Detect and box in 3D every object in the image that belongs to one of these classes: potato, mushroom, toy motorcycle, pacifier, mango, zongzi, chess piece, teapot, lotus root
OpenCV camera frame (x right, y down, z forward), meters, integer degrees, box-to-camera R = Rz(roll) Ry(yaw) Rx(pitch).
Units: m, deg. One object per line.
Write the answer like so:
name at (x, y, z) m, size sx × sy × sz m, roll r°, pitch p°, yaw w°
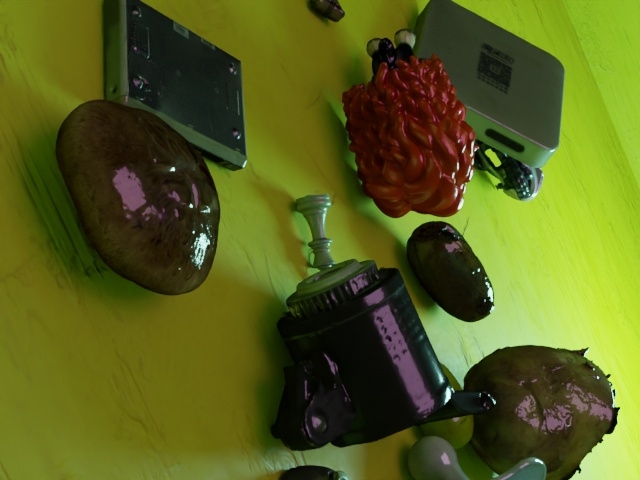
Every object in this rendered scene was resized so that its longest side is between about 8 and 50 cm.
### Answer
potato at (0.373, 0.302, 1.978) m, size 0.237 × 0.301 × 0.289 m, roll 33°, pitch 12°, yaw -23°
mushroom at (-0.220, -0.062, 1.331) m, size 0.278 × 0.146 × 0.278 m, roll 47°, pitch 31°, yaw -39°
toy motorcycle at (0.427, -0.216, 2.472) m, size 0.188 × 0.143 × 0.327 m, roll 38°, pitch 27°, yaw -54°
pacifier at (0.226, 0.428, 1.748) m, size 0.299 × 0.244 × 0.233 m, roll -10°, pitch 49°, yaw -37°
mango at (0.217, 0.290, 1.872) m, size 0.117 × 0.089 × 0.163 m, roll 8°, pitch 65°, yaw -52°
zongzi at (0.006, -0.467, 2.038) m, size 0.076 × 0.040 × 0.083 m, roll 25°, pitch 40°, yaw -42°
chess piece at (0.000, 0.000, 1.736) m, size 0.059 × 0.059 × 0.149 m, roll -2°, pitch 79°, yaw -58°
teapot at (0.011, 0.367, 1.497) m, size 0.124 × 0.090 × 0.092 m, roll 41°, pitch 43°, yaw -39°
lotus root at (0.251, 0.063, 2.028) m, size 0.241 × 0.123 × 0.124 m, roll 56°, pitch 17°, yaw -28°

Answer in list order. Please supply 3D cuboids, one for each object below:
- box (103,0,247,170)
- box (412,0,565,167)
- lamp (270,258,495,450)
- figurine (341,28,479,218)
box at (-0.206, -0.233, 1.551) m, size 0.270 × 0.045 × 0.211 m, roll 26°, pitch 53°, yaw -50°
box at (0.367, -0.357, 2.353) m, size 0.367 × 0.090 × 0.373 m, roll 27°, pitch 43°, yaw -9°
lamp at (0.070, 0.163, 1.595) m, size 0.374 × 0.205 × 0.272 m, roll -2°, pitch 78°, yaw -47°
figurine at (0.169, -0.224, 2.007) m, size 0.412 × 0.241 × 0.306 m, roll -85°, pitch 169°, yaw -64°
